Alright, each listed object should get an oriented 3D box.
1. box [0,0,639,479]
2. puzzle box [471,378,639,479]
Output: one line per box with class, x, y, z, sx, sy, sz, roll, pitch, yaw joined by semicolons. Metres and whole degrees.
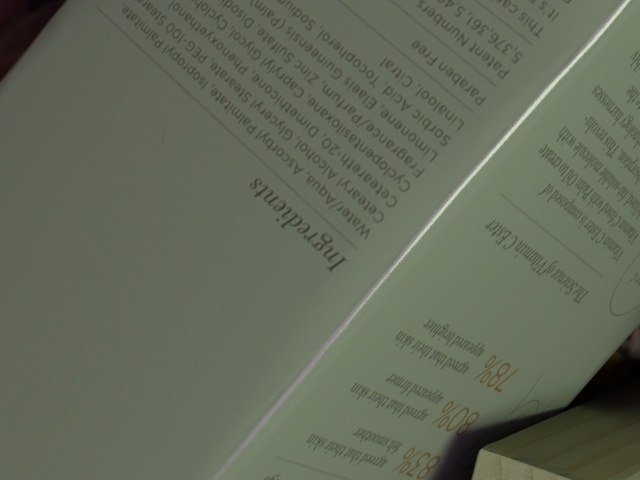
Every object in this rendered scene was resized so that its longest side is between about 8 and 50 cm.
box;0.000;0.000;0.659;0.168;0.215;0.345;43;96;27
puzzle box;0.092;0.264;0.759;0.052;0.272;0.409;17;100;24
